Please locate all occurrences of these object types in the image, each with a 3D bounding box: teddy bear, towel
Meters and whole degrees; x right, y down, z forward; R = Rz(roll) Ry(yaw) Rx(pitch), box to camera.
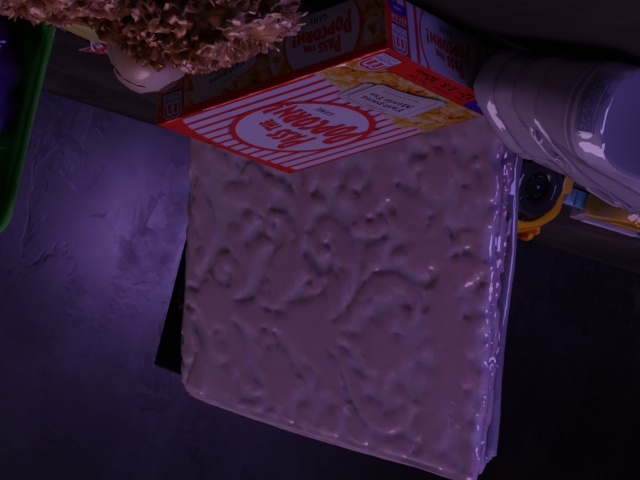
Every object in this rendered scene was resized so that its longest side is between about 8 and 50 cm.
[{"bbox_3d":[-0.174,-0.165,0.904,0.338,0.113,0.245,17,-179,-38],"label":"teddy bear"},{"bbox_3d":[0.017,0.004,1.377,0.317,0.332,0.053,14,-163,33],"label":"towel"}]

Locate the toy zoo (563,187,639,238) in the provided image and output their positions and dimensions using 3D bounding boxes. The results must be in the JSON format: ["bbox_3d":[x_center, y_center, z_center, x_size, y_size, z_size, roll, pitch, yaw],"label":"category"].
[{"bbox_3d":[0.429,-0.011,2.039,0.293,0.030,0.192,16,179,-12],"label":"toy zoo"}]

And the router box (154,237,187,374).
[{"bbox_3d":[0.000,0.000,1.514,0.243,0.309,0.081,17,-176,31],"label":"router box"}]

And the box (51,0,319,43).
[{"bbox_3d":[-0.107,-0.166,1.255,0.232,0.058,0.087,16,179,29],"label":"box"}]

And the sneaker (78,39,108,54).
[{"bbox_3d":[-0.206,-0.197,1.608,0.067,0.042,0.118,13,-179,9],"label":"sneaker"}]

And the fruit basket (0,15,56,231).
[{"bbox_3d":[-0.414,-0.134,1.364,0.392,0.283,0.392,15,-166,-4],"label":"fruit basket"}]

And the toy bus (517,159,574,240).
[{"bbox_3d":[0.129,0.005,1.653,0.220,0.211,0.149,-6,-166,-29],"label":"toy bus"}]

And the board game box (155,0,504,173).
[{"bbox_3d":[0.008,-0.104,1.142,0.193,0.045,0.147,-15,160,36],"label":"board game box"}]

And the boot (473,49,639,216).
[{"bbox_3d":[0.214,-0.066,1.146,0.123,0.095,0.258,24,176,45],"label":"boot"}]
